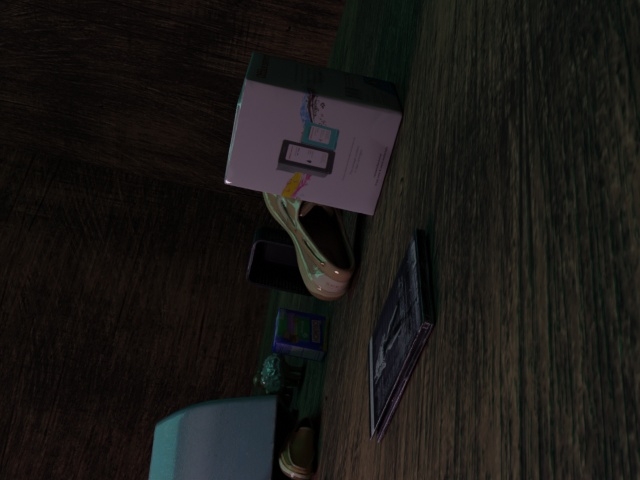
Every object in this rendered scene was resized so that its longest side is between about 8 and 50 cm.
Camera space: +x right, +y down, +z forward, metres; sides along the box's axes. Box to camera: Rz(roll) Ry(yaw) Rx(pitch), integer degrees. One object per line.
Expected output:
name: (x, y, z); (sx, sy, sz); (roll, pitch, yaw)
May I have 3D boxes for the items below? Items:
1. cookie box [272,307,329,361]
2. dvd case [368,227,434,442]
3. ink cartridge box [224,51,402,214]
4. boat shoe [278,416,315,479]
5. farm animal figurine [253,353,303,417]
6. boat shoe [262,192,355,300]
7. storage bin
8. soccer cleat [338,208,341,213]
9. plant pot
cookie box: (-0.039, 0.193, 1.712); (0.092, 0.107, 0.040); (-85, 11, -45)
dvd case: (0.096, 0.120, 1.041); (0.165, 0.018, 0.221); (-87, 12, -50)
ink cartridge box: (-0.017, -0.195, 1.486); (0.198, 0.270, 0.197); (-90, 13, -64)
boat shoe: (-0.038, 0.381, 1.561); (0.190, 0.068, 0.072); (-110, 44, -79)
farm animal figurine: (-0.164, 0.469, 2.009); (0.327, 0.172, 0.330); (111, 169, -56)
boat shoe: (-0.015, -0.057, 1.584); (0.341, 0.121, 0.110); (64, 151, 25)
storage bin: (-0.080, 0.050, 2.010); (0.084, 0.180, 0.122); (-94, 17, -65)
soccer cleat: (0.000, 0.000, 1.875); (0.095, 0.083, 0.248); (102, 173, -47)
plant pot: (-0.196, 0.442, 1.640); (0.248, 0.252, 0.247); (75, -162, -67)
